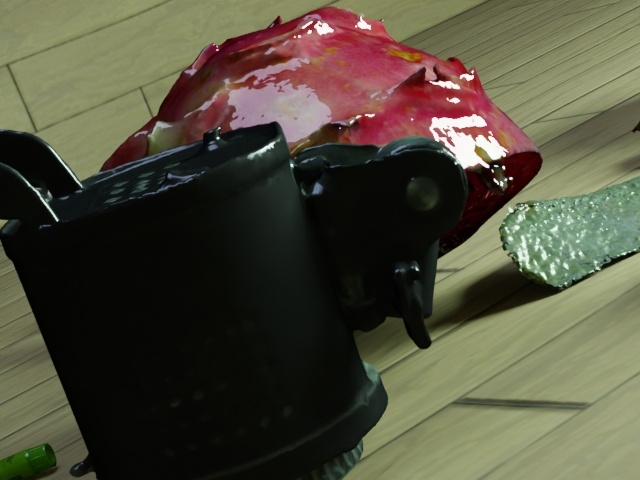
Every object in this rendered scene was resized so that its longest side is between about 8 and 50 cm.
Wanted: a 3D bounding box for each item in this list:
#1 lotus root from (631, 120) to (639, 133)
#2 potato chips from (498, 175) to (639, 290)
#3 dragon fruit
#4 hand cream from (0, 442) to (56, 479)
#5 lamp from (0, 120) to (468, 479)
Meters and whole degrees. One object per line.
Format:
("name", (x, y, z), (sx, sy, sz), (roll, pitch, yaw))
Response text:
("lotus root", (0.376, -0.127, 1.710), (0.073, 0.062, 0.150), (-29, 14, -36))
("potato chips", (0.245, -0.025, 1.477), (0.167, 0.059, 0.228), (-7, 16, 24))
("dragon fruit", (-0.021, -0.050, 1.418), (0.386, 0.249, 0.371), (-16, -20, -51))
("hand cream", (-0.284, 0.205, 1.469), (0.122, 0.023, 0.036), (-23, 14, 11))
("lamp", (-0.090, 0.060, 1.139), (0.374, 0.272, 0.205), (-1, 9, -3))
